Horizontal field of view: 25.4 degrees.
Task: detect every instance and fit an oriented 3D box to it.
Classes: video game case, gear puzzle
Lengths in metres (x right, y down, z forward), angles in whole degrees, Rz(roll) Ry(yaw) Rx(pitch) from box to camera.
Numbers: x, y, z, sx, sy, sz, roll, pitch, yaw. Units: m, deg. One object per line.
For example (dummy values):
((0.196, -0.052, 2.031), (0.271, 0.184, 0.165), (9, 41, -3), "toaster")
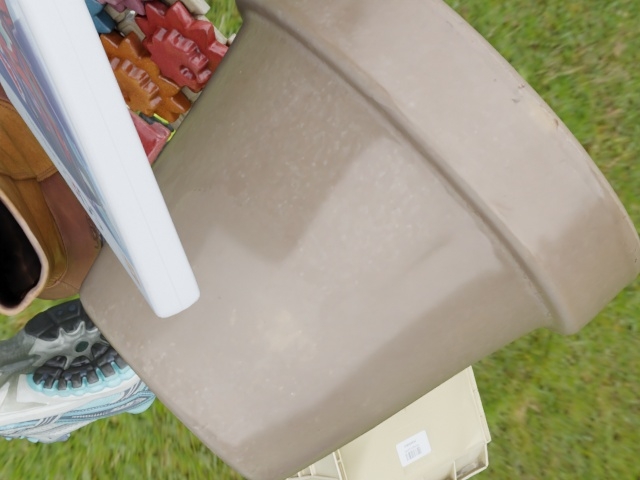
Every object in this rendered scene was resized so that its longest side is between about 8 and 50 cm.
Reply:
((-0.118, -0.090, 0.546), (0.023, 0.183, 0.201), (-29, 136, -13), "video game case")
((-0.086, -0.090, 1.024), (0.339, 0.175, 0.044), (46, 63, -17), "gear puzzle")

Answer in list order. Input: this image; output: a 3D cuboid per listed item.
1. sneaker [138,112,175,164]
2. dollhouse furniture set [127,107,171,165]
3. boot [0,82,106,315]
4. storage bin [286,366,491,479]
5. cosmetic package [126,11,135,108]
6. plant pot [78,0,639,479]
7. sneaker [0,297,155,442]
((-0.004, -0.142, 1.562), (0.384, 0.145, 0.147), (9, 47, 6), "sneaker")
((-0.337, -0.130, 1.160), (0.374, 0.201, 0.152), (37, 105, 24), "dollhouse furniture set")
((-0.239, -0.063, 0.843), (0.096, 0.280, 0.264), (-34, 90, 0), "boot")
((0.072, 0.217, 1.849), (0.262, 0.123, 0.260), (-21, 98, -38), "storage bin")
((-0.298, -0.129, 1.538), (0.160, 0.113, 0.309), (16, 114, -15), "cosmetic package")
((0.000, 0.000, 0.759), (0.229, 0.263, 0.263), (-44, 94, -3), "plant pot")
((-0.273, 0.141, 1.229), (0.283, 0.122, 0.110), (-10, 54, 8), "sneaker")
